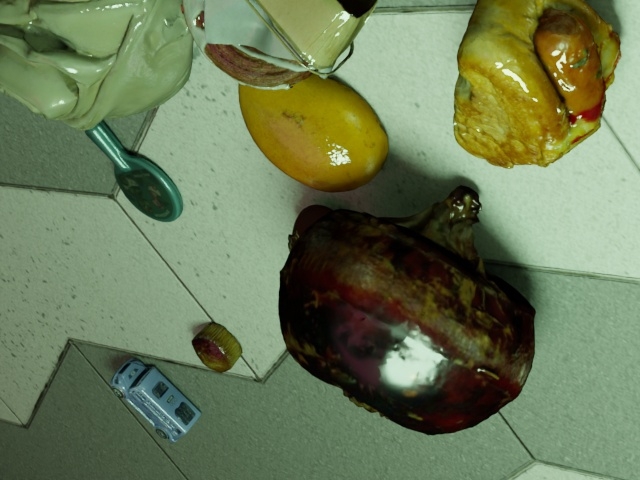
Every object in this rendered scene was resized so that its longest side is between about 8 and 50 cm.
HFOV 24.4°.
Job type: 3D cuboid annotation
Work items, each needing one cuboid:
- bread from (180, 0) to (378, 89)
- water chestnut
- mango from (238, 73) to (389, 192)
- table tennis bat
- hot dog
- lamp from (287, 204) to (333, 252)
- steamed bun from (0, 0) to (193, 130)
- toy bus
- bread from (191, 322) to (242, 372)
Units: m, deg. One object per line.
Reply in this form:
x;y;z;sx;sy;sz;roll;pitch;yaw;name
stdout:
-0.055;-0.285;1.730;0.224;0.142;0.212;49;133;-8;bread
0.123;0.074;1.831;0.350;0.302;0.350;27;178;1;water chestnut
-0.018;-0.146;1.870;0.217;0.102;0.141;42;141;-2;mango
-0.288;-0.106;2.275;0.201;0.033;0.124;50;146;-19;table tennis bat
0.225;-0.165;1.524;0.153;0.150;0.257;22;161;11;hot dog
0.000;0.000;2.029;0.101;0.090;0.101;169;90;-78;lamp
-0.330;-0.282;1.930;0.309;0.219;0.324;34;153;8;steamed bun
-0.300;0.286;2.695;0.167;0.073;0.076;45;145;-8;toy bus
-0.177;0.182;2.459;0.085;0.053;0.085;28;144;23;bread
